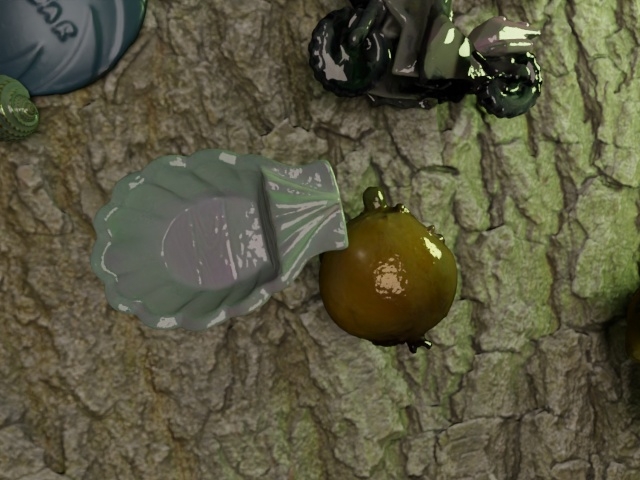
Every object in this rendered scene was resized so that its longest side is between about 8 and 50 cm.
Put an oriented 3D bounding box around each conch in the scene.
[{"bbox_3d":[-0.370,-0.148,0.568,0.085,0.057,0.076,-15,115,-8],"label":"conch"}]

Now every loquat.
[{"bbox_3d":[0.082,0.035,0.611,0.172,0.149,0.205,-8,95,-20],"label":"loquat"}]

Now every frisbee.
[{"bbox_3d":[-0.350,-0.313,0.577,0.289,0.049,0.290,0,90,-11],"label":"frisbee"}]

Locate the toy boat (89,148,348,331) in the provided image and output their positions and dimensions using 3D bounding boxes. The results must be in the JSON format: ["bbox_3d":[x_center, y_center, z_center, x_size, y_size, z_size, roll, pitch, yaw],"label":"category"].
[{"bbox_3d":[-0.114,-0.005,0.585,0.290,0.100,0.200,-13,89,7],"label":"toy boat"}]

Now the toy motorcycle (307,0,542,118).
[{"bbox_3d":[0.144,-0.261,0.629,0.326,0.143,0.188,2,90,-18],"label":"toy motorcycle"}]

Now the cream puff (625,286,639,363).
[{"bbox_3d":[0.557,0.136,0.628,0.275,0.378,0.379,22,87,-10],"label":"cream puff"}]

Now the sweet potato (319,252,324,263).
[{"bbox_3d":[0.000,0.000,0.662,0.026,0.026,0.115,-18,96,-10],"label":"sweet potato"}]
